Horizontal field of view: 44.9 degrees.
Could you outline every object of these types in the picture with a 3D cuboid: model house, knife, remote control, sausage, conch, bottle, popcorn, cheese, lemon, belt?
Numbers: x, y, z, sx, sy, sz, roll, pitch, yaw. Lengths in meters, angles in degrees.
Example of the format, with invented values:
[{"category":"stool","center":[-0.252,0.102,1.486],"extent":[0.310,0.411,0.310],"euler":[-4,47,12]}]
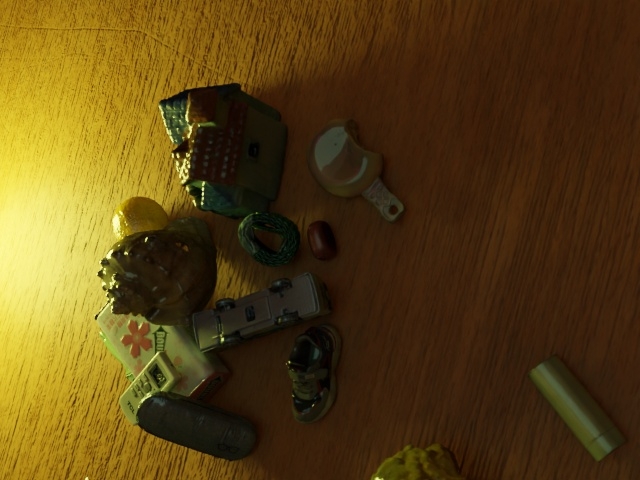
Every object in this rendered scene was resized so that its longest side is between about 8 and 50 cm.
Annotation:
[{"category":"model house","center":[-0.262,-0.224,1.801],"extent":[0.252,0.329,0.294],"euler":[5,82,25]},{"category":"knife","center":[-0.491,0.336,2.002],"extent":[0.293,0.020,0.043],"euler":[41,99,26]},{"category":"remote control","center":[-0.406,0.353,1.829],"extent":[0.190,0.029,0.087],"euler":[-48,64,22]},{"category":"sausage","center":[0.000,0.000,1.778],"extent":[0.054,0.059,0.094],"euler":[-27,74,35]},{"category":"conch","center":[-0.363,0.069,1.830],"extent":[0.263,0.186,0.324],"euler":[43,71,-8]},{"category":"bottle","center":[0.485,0.315,1.466],"extent":[0.072,0.072,0.201],"euler":[-43,66,15]},{"category":"popcorn","center":[0.202,0.527,1.499],"extent":[0.249,0.249,0.225],"euler":[-17,111,24]},{"category":"cheese","center":[0.089,-0.150,1.747],"extent":[0.286,0.082,0.163],"euler":[45,104,23]},{"category":"lemon","center":[-0.453,-0.030,1.973],"extent":[0.142,0.142,0.187],"euler":[-39,72,17]},{"category":"belt","center":[-0.123,-0.006,1.803],"extent":[0.151,0.079,0.121],"euler":[32,102,5]}]

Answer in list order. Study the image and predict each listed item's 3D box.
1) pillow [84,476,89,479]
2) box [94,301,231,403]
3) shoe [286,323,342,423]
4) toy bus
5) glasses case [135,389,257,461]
[{"category":"pillow","center":[-0.578,0.710,1.972],"extent":[0.185,0.043,0.118],"euler":[38,98,27]},{"category":"box","center":[-0.398,0.257,1.915],"extent":[0.190,0.112,0.369],"euler":[-50,64,11]},{"category":"shoe","center":[-0.024,0.293,1.706],"extent":[0.100,0.125,0.227],"euler":[9,84,26]},{"category":"toy bus","center":[-0.127,0.170,1.772],"extent":[0.330,0.136,0.108],"euler":[-21,71,24]},{"category":"glasses case","center":[-0.282,0.424,1.776],"extent":[0.283,0.067,0.109],"euler":[21,108,-11]}]
